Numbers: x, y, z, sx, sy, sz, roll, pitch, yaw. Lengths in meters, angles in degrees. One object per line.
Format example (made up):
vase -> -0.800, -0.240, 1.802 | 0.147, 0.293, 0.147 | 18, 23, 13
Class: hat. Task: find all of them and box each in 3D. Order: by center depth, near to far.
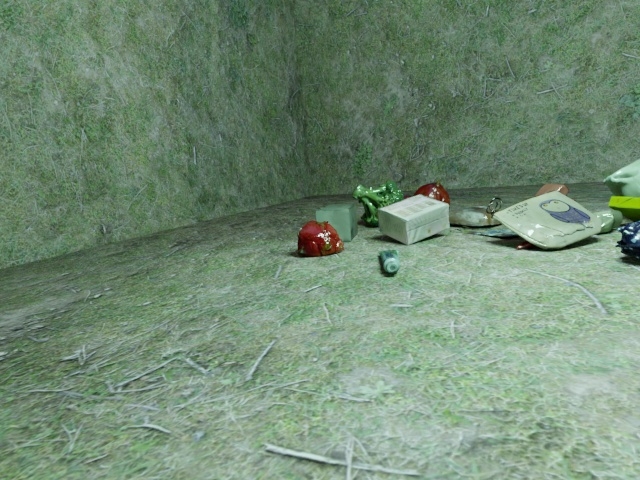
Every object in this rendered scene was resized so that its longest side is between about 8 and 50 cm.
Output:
hat -> 1.012, -0.056, 1.630 | 0.166, 0.081, 0.122 | 6, -34, -23

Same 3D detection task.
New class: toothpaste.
toothpaste -> 0.227, 0.060, 1.464 | 0.075, 0.048, 0.297 | -5, 8, 7

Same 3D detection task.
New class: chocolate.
chocolate -> 0.672, -0.113, 2.012 | 0.157, 0.080, 0.254 | -8, 10, -41

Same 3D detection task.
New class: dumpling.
dumpling -> 1.259, -0.190, 1.674 | 0.212, 0.269, 0.320 | -14, 40, -21

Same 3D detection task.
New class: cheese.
cheese -> 0.910, -0.129, 1.734 | 0.203, 0.176, 0.128 | -6, 10, -5

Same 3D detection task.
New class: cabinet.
cabinet -> 0.076, -0.082, 2.018 | 0.150, 0.144, 0.206 | -3, 11, 14

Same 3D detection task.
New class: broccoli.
broccoli -> 0.281, -0.186, 2.240 | 0.270, 0.269, 0.270 | 26, 3, -15

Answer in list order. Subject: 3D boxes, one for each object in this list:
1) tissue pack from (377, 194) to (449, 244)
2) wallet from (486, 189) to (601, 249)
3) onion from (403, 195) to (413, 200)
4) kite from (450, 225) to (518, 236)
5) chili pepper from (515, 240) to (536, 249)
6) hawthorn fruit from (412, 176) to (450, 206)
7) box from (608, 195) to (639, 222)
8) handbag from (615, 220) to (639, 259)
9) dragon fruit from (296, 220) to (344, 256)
tissue pack -> 0.377, -0.088, 1.827 | 0.225, 0.124, 0.185 | -21, 27, -25
wallet -> 0.776, -0.079, 1.539 | 0.336, 0.068, 0.274 | -17, 44, -19
onion -> 0.455, -0.178, 2.409 | 0.227, 0.120, 0.284 | -3, 10, 41
kite -> 0.687, -0.037, 1.822 | 0.170, 0.015, 0.310 | -10, 12, -30
chili pepper -> 0.727, 0.007, 1.517 | 0.178, 0.027, 0.045 | -11, 12, -14
hawthorn fruit -> 0.530, -0.184, 2.143 | 0.190, 0.251, 0.189 | 4, 36, -3
box -> 1.203, -0.092, 1.537 | 0.187, 0.047, 0.335 | 20, -1, -24
handbag -> 0.943, -0.004, 1.238 | 0.261, 0.113, 0.162 | -9, 17, -25
dragon fruit -> 0.000, -0.002, 1.715 | 0.161, 0.120, 0.127 | 5, 20, 25
